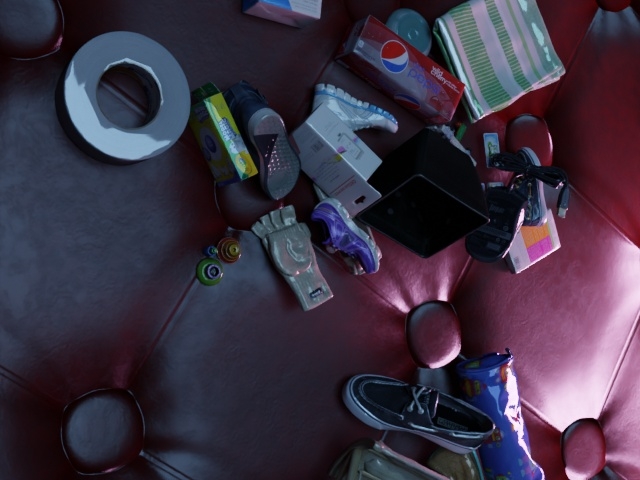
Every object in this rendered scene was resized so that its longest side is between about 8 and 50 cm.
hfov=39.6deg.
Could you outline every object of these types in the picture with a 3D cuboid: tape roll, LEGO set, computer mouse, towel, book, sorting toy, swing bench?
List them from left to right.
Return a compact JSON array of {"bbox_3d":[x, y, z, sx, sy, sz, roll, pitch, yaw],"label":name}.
[{"bbox_3d":[-0.337,-0.241,1.520,0.219,0.072,0.219,3,85,-29],"label":"tape roll"},{"bbox_3d":[-0.182,0.034,1.605,0.061,0.042,0.102,44,68,-20],"label":"sorting toy"},{"bbox_3d":[0.127,0.533,1.666,0.253,0.165,0.255,31,69,-17],"label":"swing bench"},{"bbox_3d":[0.316,-0.165,1.906,0.182,0.060,0.245,-7,92,-41],"label":"LEGO set"},{"bbox_3d":[0.393,-0.420,1.938,0.324,0.038,0.248,-31,100,-33],"label":"towel"},{"bbox_3d":[0.415,-0.052,1.857,0.184,0.060,0.262,14,68,16],"label":"computer mouse"},{"bbox_3d":[0.465,0.001,1.973,0.144,0.035,0.096,-26,102,-27],"label":"book"}]

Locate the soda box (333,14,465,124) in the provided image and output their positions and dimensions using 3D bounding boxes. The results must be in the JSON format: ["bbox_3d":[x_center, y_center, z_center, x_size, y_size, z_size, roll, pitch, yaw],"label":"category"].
[{"bbox_3d":[0.162,-0.340,1.797,0.263,0.083,0.092,31,74,-24],"label":"soda box"}]

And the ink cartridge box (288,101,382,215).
[{"bbox_3d":[0.032,-0.149,1.672,0.198,0.115,0.067,45,56,-9],"label":"ink cartridge box"}]

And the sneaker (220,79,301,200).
[{"bbox_3d":[-0.119,-0.190,1.633,0.086,0.163,0.226,-33,144,-17],"label":"sneaker"}]

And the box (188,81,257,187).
[{"bbox_3d":[-0.184,-0.188,1.583,0.043,0.105,0.179,-28,99,-28],"label":"box"}]

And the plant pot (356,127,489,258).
[{"bbox_3d":[0.207,-0.106,1.749,0.187,0.188,0.167,29,51,-24],"label":"plant pot"}]

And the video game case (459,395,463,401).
[{"bbox_3d":[0.355,0.338,1.900,0.122,0.011,0.087,35,72,-23],"label":"video game case"}]

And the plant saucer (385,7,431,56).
[{"bbox_3d":[0.189,-0.428,1.853,0.119,0.021,0.120,2,85,-29],"label":"plant saucer"}]

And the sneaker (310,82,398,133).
[{"bbox_3d":[0.062,-0.237,1.751,0.190,0.071,0.083,20,84,-18],"label":"sneaker"}]

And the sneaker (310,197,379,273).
[{"bbox_3d":[0.044,0.001,1.681,0.071,0.068,0.170,-41,92,-19],"label":"sneaker"}]

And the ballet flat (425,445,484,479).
[{"bbox_3d":[0.307,0.565,1.813,0.124,0.116,0.343,-26,99,-7],"label":"ballet flat"}]

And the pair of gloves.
[{"bbox_3d":[0.000,0.000,1.706,0.240,0.042,0.204,-35,98,-33],"label":"pair of gloves"}]

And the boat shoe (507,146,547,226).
[{"bbox_3d":[0.436,-0.118,1.935,0.083,0.065,0.184,-2,73,-22],"label":"boat shoe"}]

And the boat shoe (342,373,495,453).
[{"bbox_3d":[0.192,0.325,1.719,0.301,0.102,0.108,24,53,-7],"label":"boat shoe"}]

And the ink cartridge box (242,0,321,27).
[{"bbox_3d":[-0.065,-0.537,1.687,0.134,0.078,0.231,8,82,-28],"label":"ink cartridge box"}]

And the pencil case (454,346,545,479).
[{"bbox_3d":[0.372,0.375,1.834,0.133,0.119,0.306,-25,101,-52],"label":"pencil case"}]
